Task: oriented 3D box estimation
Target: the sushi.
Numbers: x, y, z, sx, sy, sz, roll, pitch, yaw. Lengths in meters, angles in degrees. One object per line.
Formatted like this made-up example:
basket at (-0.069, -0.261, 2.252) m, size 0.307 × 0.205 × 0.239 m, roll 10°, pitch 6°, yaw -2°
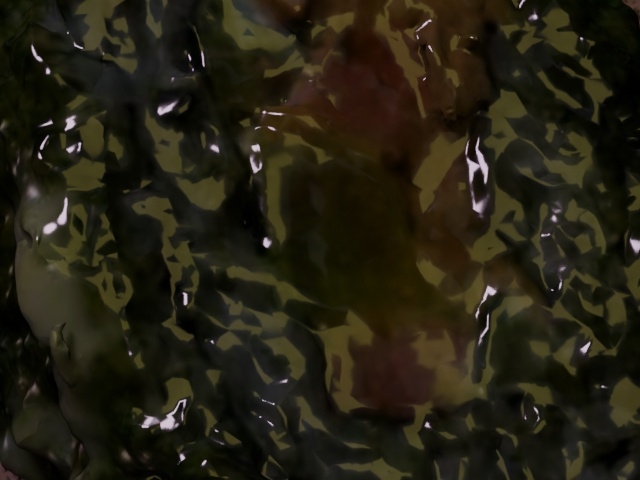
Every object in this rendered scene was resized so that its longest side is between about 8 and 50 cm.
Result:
sushi at (0.000, 0.000, 0.805) m, size 0.294 × 0.178 × 0.352 m, roll -13°, pitch 76°, yaw -25°
